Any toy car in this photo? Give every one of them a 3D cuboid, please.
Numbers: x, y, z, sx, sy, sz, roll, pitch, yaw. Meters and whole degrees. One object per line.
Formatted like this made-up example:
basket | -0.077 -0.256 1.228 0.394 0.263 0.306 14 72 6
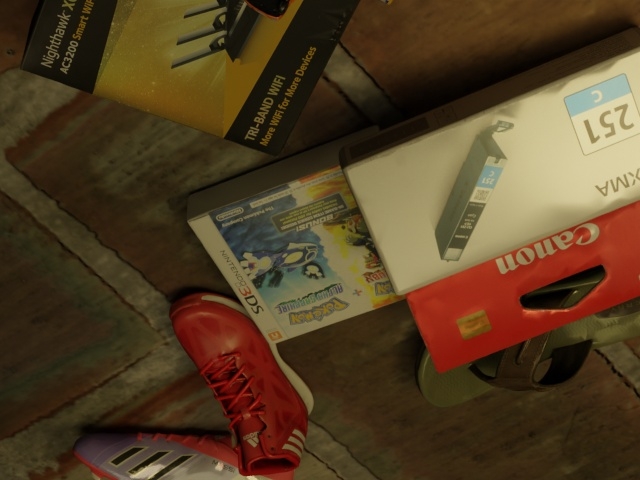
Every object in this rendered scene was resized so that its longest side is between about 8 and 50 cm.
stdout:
toy car | 0.001 -0.190 1.213 0.122 0.060 0.040 13 161 -4

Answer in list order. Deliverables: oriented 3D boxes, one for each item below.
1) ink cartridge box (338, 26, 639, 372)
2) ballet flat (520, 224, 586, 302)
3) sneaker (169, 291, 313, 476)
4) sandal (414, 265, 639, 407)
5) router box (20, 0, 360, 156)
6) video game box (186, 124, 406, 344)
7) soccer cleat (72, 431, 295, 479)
ink cartridge box | 0.200 -0.020 1.391 0.296 0.066 0.261 -22 112 6
ballet flat | 0.184 0.026 1.491 0.188 0.070 0.070 -38 121 17
sneaker | -0.077 0.157 1.559 0.087 0.128 0.221 -30 124 22
sandal | 0.234 0.099 1.542 0.302 0.086 0.120 -22 127 17
router box | -0.087 -0.240 1.257 0.242 0.081 0.309 18 127 -15
video game box | 0.000 0.000 1.483 0.205 0.048 0.187 -20 130 15
soccer cleat | -0.148 0.244 1.677 0.248 0.083 0.095 20 98 -10
